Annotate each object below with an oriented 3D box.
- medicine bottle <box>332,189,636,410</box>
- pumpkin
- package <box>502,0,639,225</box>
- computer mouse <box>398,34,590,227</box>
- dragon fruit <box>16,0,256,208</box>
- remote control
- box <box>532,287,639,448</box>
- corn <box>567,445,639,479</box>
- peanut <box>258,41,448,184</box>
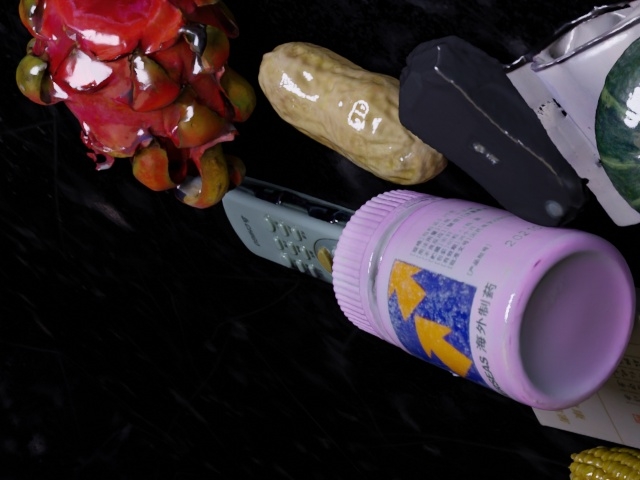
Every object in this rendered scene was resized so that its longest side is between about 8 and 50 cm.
[{"bbox_3d":[0.160,0.052,1.363,0.291,0.178,0.178,19,150,53],"label":"medicine bottle"},{"bbox_3d":[0.287,-0.086,0.978,0.167,0.125,0.167,16,129,21],"label":"pumpkin"},{"bbox_3d":[0.298,-0.111,1.085,0.251,0.062,0.204,-16,123,45],"label":"package"},{"bbox_3d":[0.167,-0.106,1.241,0.217,0.073,0.122,39,149,1],"label":"computer mouse"},{"bbox_3d":[-0.191,-0.175,1.412,0.243,0.228,0.307,-24,-83,-77],"label":"dragon fruit"},{"bbox_3d":[0.000,0.000,1.677,0.296,0.056,0.140,19,148,34],"label":"remote control"},{"bbox_3d":[0.336,0.137,1.399,0.365,0.051,0.204,7,130,55],"label":"box"},{"bbox_3d":[0.449,0.331,1.532,0.387,0.144,0.144,4,139,50],"label":"corn"},{"bbox_3d":[0.034,-0.135,1.349,0.226,0.095,0.108,31,168,21],"label":"peanut"}]
